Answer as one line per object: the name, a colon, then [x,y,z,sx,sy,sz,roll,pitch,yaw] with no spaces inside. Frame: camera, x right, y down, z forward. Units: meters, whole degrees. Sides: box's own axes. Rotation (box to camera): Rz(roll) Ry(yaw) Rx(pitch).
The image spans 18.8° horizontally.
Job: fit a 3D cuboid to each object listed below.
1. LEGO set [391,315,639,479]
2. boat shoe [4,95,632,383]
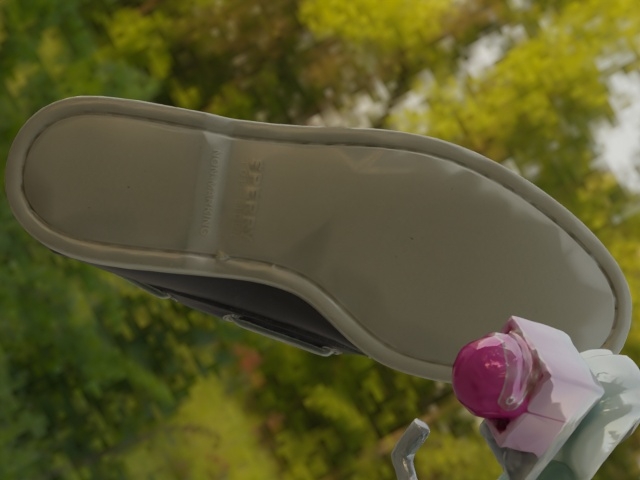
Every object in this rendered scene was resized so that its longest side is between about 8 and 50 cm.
LEGO set: [0.068,0.138,0.385,0.107,0.132,0.287,8,25,-30]
boat shoe: [0.000,0.000,0.640,0.065,0.206,0.075,108,-3,-83]
